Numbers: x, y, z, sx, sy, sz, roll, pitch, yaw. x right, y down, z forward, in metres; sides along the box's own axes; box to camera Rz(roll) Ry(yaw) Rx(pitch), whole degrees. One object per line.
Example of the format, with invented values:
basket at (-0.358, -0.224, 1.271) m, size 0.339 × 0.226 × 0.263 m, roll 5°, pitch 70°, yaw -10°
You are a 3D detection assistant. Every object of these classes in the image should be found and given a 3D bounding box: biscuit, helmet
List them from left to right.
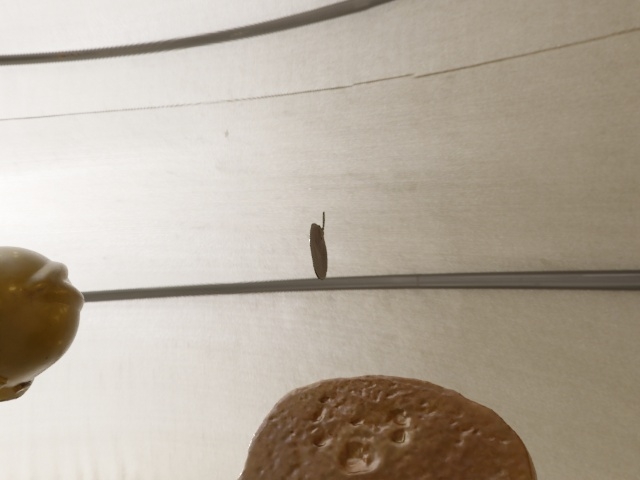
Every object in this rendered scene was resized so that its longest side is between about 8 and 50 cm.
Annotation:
helmet at (-0.385, 0.082, 0.692) m, size 0.140 × 0.257 × 0.205 m, roll -30°, pitch -90°, yaw -6°
biscuit at (0.066, 0.325, 0.697) m, size 0.365 × 0.384 × 0.062 m, roll -52°, pitch -43°, yaw -43°

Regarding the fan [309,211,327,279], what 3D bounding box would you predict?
fan at (0.000, 0.000, 0.815) m, size 0.005 × 0.133 × 0.085 m, roll -9°, pitch -50°, yaw 16°
